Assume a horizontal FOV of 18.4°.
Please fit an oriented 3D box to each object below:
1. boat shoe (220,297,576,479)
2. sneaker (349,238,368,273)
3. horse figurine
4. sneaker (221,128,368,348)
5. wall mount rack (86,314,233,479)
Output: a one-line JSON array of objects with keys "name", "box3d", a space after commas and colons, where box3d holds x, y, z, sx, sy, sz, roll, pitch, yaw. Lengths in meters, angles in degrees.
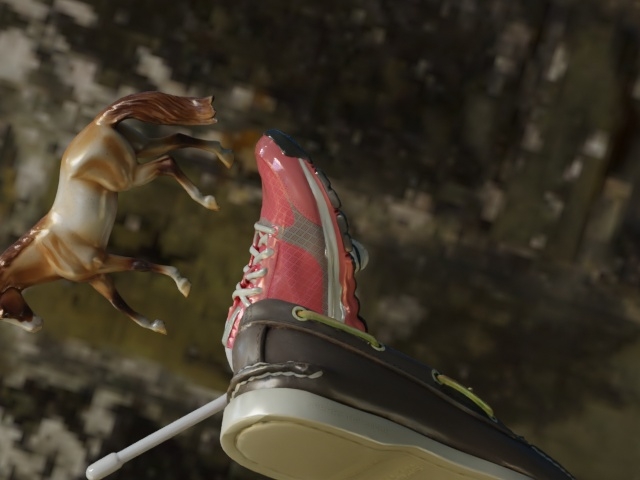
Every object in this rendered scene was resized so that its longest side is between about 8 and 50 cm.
[{"name": "boat shoe", "box3d": [0.070, 0.135, 1.338, 0.324, 0.096, 0.117, 25, -39, -33]}, {"name": "sneaker", "box3d": [0.000, 0.000, 2.052, 0.109, 0.040, 0.044, 28, 19, 1]}, {"name": "horse figurine", "box3d": [-0.182, -0.027, 1.746, 0.174, 0.263, 0.066, 20, 13, -13]}, {"name": "sneaker", "box3d": [-0.034, 0.052, 1.891, 0.136, 0.313, 0.116, -15, 8, -11]}, {"name": "wall mount rack", "box3d": [-0.062, 0.247, 2.072, 0.130, 0.350, 0.304, -20, 12, 46]}]
